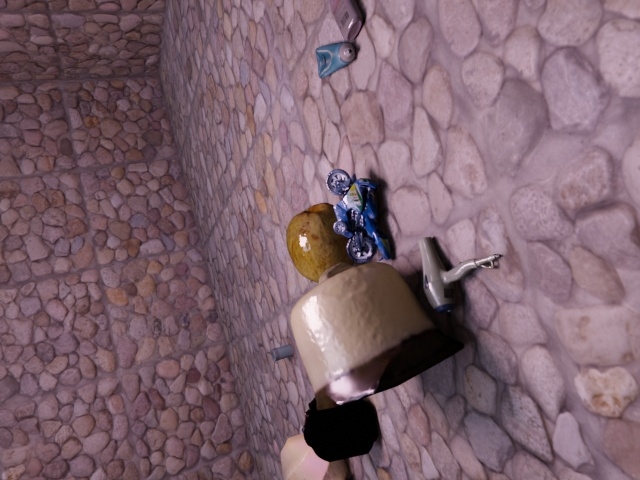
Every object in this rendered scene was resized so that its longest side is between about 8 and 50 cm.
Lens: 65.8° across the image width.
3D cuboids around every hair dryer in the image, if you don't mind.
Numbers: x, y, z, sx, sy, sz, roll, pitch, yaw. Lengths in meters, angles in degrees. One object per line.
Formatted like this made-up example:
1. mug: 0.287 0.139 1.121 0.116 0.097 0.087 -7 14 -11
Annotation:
1. hair dryer: 0.265 0.034 1.013 0.199 0.067 0.167 -60 41 41

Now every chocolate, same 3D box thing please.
1. chocolate: 0.052 0.551 1.561 0.177 0.223 0.207 162 96 -89
2. chocolate: 0.086 0.187 1.104 0.297 0.313 0.326 66 155 9

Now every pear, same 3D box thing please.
1. pear: 0.000 0.000 1.385 0.228 0.188 0.212 -126 27 -66

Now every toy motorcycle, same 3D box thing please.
1. toy motorcycle: 0.104 -0.066 1.238 0.135 0.092 0.255 -16 95 22

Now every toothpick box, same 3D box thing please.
1. toothpick box: -0.161 0.469 2.073 0.052 0.083 0.052 39 135 55

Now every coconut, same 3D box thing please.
1. coconut: -0.031 0.807 1.778 0.259 0.259 0.260 39 135 55

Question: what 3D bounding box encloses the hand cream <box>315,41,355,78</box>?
1. hand cream: 0.032 -0.479 1.295 0.224 0.048 0.083 -155 54 -66

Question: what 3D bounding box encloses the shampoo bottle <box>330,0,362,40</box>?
1. shampoo bottle: 0.053 -0.572 1.201 0.080 0.040 0.165 126 128 -60

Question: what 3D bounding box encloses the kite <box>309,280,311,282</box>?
1. kite: -0.045 0.030 1.719 0.229 0.012 0.250 30 126 57
